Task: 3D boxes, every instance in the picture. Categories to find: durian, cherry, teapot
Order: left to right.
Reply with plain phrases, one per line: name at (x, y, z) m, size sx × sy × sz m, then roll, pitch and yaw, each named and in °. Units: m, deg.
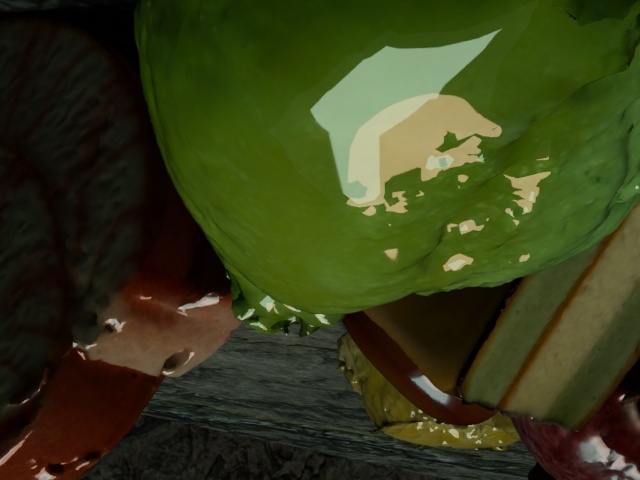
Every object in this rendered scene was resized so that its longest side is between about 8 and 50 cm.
durian at (0.038, -0.087, 0.753) m, size 0.255 × 0.205 × 0.340 m, roll -7°, pitch 155°, yaw 8°
teapot at (0.108, 0.067, 1.475) m, size 0.178 × 0.135 × 0.252 m, roll 50°, pitch -172°, yaw -1°
cherry at (0.261, 0.110, 1.372) m, size 0.230 × 0.203 × 0.300 m, roll -3°, pitch -176°, yaw 3°

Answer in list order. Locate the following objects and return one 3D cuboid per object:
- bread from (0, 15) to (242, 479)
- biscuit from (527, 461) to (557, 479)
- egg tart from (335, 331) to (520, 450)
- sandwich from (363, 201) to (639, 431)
bread at (-0.203, 0.019, 1.061) m, size 0.114 × 0.328 × 0.295 m, roll 30°, pitch -164°, yaw -53°
biscuit at (0.378, 0.239, 1.531) m, size 0.342 × 0.166 × 0.395 m, roll 8°, pitch -156°, yaw 24°
egg tart at (0.153, 0.163, 1.851) m, size 0.290 × 0.115 × 0.290 m, roll 6°, pitch 166°, yaw 2°
sandwich at (0.128, -0.030, 1.086) m, size 0.155 × 0.227 × 0.198 m, roll 20°, pitch -162°, yaw -45°
